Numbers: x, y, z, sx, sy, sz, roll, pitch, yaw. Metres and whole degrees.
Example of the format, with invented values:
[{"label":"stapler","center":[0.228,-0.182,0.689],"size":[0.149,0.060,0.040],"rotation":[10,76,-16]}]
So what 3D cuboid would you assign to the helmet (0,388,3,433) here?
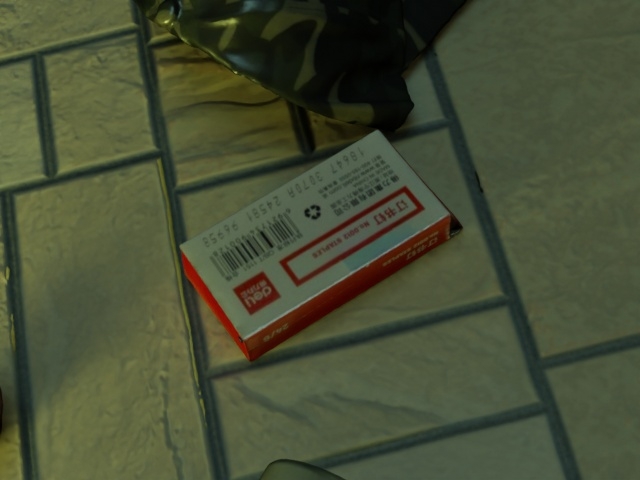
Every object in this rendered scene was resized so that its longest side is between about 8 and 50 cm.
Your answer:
[{"label":"helmet","center":[-0.306,0.161,1.109],"size":[0.089,0.057,0.111],"rotation":[-2,53,4]}]

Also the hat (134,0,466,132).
[{"label":"hat","center":[0.005,-0.314,1.290],"size":[0.366,0.257,0.382],"rotation":[32,87,23]}]

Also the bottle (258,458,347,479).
[{"label":"bottle","center":[-0.044,0.293,0.949],"size":[0.120,0.120,0.253],"rotation":[20,64,20]}]

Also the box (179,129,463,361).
[{"label":"box","center":[0.000,0.000,1.170],"size":[0.229,0.050,0.123],"rotation":[-32,60,-12]}]
